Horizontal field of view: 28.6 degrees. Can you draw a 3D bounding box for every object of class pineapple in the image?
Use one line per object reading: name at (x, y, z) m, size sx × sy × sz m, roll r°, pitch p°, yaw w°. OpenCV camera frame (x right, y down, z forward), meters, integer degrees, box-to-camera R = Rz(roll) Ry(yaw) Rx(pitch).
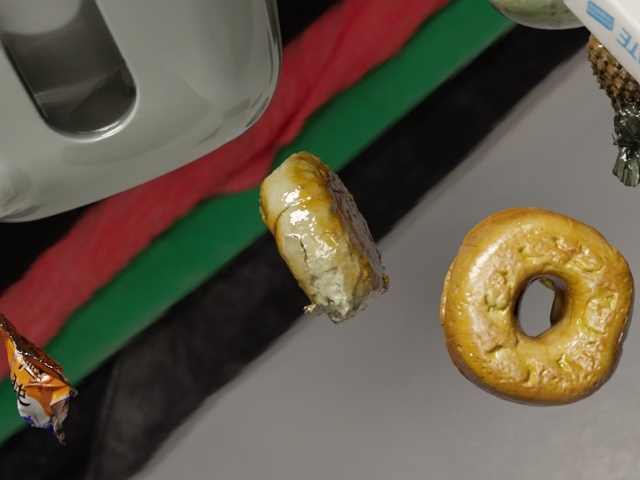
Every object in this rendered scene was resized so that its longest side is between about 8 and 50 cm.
pineapple at (0.292, -0.126, 1.169) m, size 0.074 × 0.074 × 0.159 m, roll -25°, pitch -68°, yaw -27°

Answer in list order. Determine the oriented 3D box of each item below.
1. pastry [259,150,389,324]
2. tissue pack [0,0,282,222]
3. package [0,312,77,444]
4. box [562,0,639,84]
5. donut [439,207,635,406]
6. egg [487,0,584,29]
pastry at (-0.002, -0.002, 1.733) m, size 0.121 × 0.235 × 0.257 m, roll -30°, pitch -6°, yaw 11°
tissue pack at (-0.155, -0.175, 0.625) m, size 0.229 × 0.236 × 0.333 m, roll -20°, pitch -55°, yaw 5°
package at (-0.174, 0.082, 0.767) m, size 0.033 × 0.077 × 0.110 m, roll -21°, pitch -33°, yaw -19°
box at (0.289, -0.167, 0.745) m, size 0.265 × 0.273 × 0.048 m, roll -35°, pitch -15°, yaw -16°
donut at (0.240, 0.075, 1.389) m, size 0.226 × 0.226 × 0.114 m, roll -36°, pitch 5°, yaw -4°
egg at (0.393, -0.471, 1.866) m, size 0.379 × 0.287 × 0.287 m, roll -32°, pitch -24°, yaw -21°
